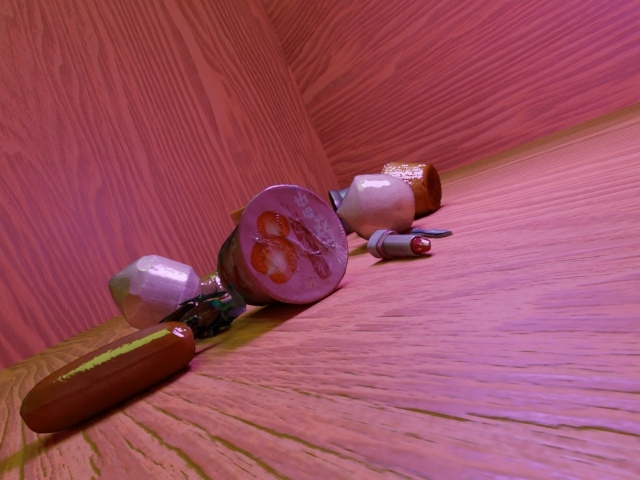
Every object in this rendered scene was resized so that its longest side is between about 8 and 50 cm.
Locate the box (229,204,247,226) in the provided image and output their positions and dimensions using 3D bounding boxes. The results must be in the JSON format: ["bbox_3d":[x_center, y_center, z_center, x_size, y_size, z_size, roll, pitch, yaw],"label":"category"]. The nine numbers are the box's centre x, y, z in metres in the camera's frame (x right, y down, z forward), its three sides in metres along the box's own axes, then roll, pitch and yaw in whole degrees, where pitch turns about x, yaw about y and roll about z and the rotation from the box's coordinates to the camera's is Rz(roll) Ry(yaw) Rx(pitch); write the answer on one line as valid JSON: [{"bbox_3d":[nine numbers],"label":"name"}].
[{"bbox_3d":[-0.230,-0.023,1.711,0.174,0.274,0.076,-20,10,31],"label":"box"}]

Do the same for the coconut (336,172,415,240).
[{"bbox_3d":[0.156,-0.092,1.204,0.224,0.224,0.224,-23,5,2],"label":"coconut"}]

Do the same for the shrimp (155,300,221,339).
[{"bbox_3d":[-0.309,0.190,0.874,0.253,0.058,0.173,-36,21,6],"label":"shrimp"}]

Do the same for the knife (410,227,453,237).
[{"bbox_3d":[0.257,-0.019,1.008,0.028,0.015,0.210,-18,5,-7],"label":"knife"}]

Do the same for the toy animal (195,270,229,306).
[{"bbox_3d":[-0.375,0.161,1.439,0.103,0.101,0.218,-20,6,45],"label":"toy animal"}]

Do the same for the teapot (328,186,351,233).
[{"bbox_3d":[0.226,-0.161,1.758,0.336,0.200,0.270,-21,31,-2],"label":"teapot"}]

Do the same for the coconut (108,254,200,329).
[{"bbox_3d":[-0.464,0.143,1.184,0.233,0.224,0.224,21,-1,-8],"label":"coconut"}]

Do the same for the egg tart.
[{"bbox_3d":[0.293,-0.166,1.393,0.170,0.215,0.215,-6,14,36],"label":"egg tart"}]

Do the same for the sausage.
[{"bbox_3d":[-0.342,0.220,0.702,0.274,0.105,0.105,-25,6,-21],"label":"sausage"}]

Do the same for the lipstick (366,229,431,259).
[{"bbox_3d":[0.172,0.011,0.880,0.063,0.057,0.186,-53,20,-14],"label":"lipstick"}]

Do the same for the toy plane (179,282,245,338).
[{"bbox_3d":[-0.230,0.152,0.915,0.235,0.096,0.060,-21,6,42],"label":"toy plane"}]

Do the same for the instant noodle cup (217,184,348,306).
[{"bbox_3d":[-0.101,0.031,0.913,0.243,0.243,0.231,-27,0,-34],"label":"instant noodle cup"}]

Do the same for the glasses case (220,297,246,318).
[{"bbox_3d":[-0.286,0.189,1.062,0.204,0.047,0.071,-21,0,25],"label":"glasses case"}]
